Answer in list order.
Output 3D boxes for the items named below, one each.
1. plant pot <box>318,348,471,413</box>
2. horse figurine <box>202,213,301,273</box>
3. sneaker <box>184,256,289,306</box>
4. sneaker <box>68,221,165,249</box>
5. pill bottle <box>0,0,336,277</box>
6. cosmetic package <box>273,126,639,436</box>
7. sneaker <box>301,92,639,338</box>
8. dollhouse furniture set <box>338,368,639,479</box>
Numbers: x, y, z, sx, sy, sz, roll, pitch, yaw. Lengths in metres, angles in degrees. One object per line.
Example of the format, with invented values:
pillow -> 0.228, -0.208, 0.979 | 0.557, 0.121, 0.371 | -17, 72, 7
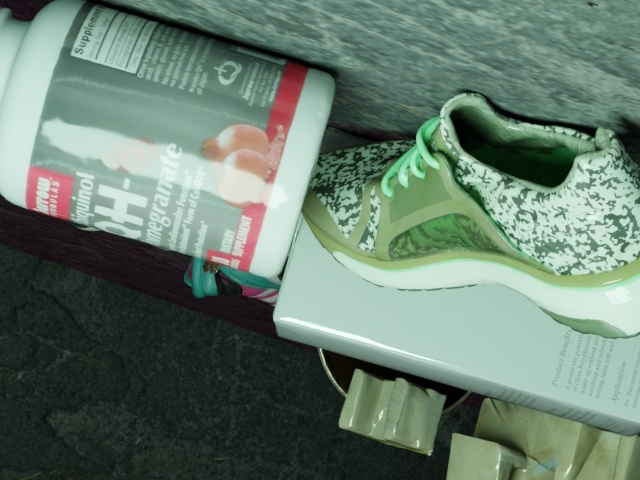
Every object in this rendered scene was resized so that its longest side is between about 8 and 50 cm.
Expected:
plant pot -> 0.127, 0.104, 2.289 | 0.215, 0.215, 0.230 | 14, -173, 14
horse figurine -> 0.000, 0.000, 2.108 | 0.263, 0.066, 0.174 | -1, -173, 16
sneaker -> -0.086, 0.040, 2.432 | 0.178, 0.123, 0.295 | 7, 162, 23
sneaker -> -0.189, -0.053, 2.220 | 0.279, 0.107, 0.118 | 13, -169, 42
pill bottle -> -0.160, -0.094, 1.481 | 0.319, 0.176, 0.176 | 16, 172, -1
cosmetic package -> 0.154, 0.043, 1.734 | 0.366, 0.197, 0.155 | 17, 171, 5
sneaker -> 0.126, -0.059, 1.484 | 0.410, 0.158, 0.182 | 11, 140, 44
dollhouse furniture set -> 0.243, 0.211, 1.986 | 0.362, 0.394, 0.256 | 10, 170, 40
